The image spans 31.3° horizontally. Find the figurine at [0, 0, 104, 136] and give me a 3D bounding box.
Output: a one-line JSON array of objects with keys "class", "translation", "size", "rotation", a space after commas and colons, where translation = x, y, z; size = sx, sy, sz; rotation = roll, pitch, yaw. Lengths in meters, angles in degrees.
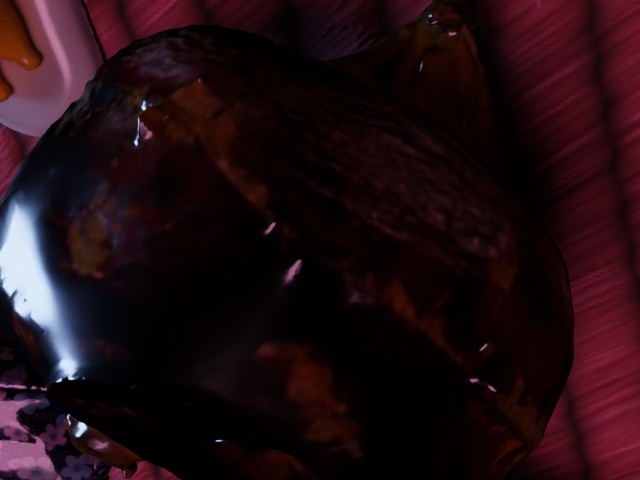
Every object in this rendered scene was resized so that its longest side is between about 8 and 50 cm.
[{"class": "figurine", "translation": [-0.266, -0.153, 0.758], "size": [0.250, 0.141, 0.166], "rotation": [47, 124, -9]}]

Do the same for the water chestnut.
[{"class": "water chestnut", "translation": [0.000, 0.000, 0.677], "size": [0.335, 0.347, 0.335], "rotation": [27, 164, 9]}]

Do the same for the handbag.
[{"class": "handbag", "translation": [-0.241, 0.105, 0.859], "size": [0.229, 0.208, 0.126], "rotation": [3, 108, 1]}]
